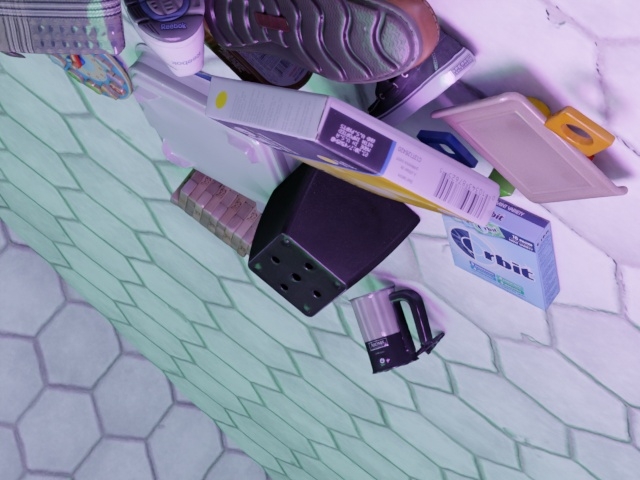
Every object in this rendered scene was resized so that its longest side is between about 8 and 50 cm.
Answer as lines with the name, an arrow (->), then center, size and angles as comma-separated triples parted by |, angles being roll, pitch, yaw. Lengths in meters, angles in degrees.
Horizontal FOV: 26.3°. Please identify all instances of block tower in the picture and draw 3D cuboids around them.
block tower -> -0.103, -0.014, 2.392 | 0.335, 0.091, 0.097 | 36, 160, 3

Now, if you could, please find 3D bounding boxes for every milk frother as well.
milk frother -> 0.134, 0.143, 2.334 | 0.143, 0.129, 0.135 | -5, -103, -77

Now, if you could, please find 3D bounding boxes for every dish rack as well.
dish rack -> -0.166, -0.159, 2.203 | 0.332, 0.072, 0.285 | 30, 160, 26

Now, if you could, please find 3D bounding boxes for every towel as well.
towel -> -0.359, -0.363, 1.530 | 0.324, 0.056, 0.312 | 8, 119, 32

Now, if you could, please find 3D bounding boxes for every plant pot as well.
plant pot -> 0.000, 0.000, 2.039 | 0.187, 0.167, 0.188 | 40, 143, -7

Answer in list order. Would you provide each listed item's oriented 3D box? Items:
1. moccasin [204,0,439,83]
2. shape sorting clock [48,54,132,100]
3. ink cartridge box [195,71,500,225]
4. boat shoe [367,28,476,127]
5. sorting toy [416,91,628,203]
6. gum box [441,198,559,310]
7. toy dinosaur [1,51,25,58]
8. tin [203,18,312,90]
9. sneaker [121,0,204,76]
moccasin -> 0.011, -0.261, 1.557 | 0.380, 0.147, 0.139 | 14, 131, 58
shape sorting clock -> -0.409, -0.308, 2.338 | 0.206, 0.040, 0.206 | 34, 161, 13
ink cartridge box -> 0.016, -0.118, 1.702 | 0.303, 0.072, 0.307 | 22, 176, -39
boat shoe -> 0.102, -0.194, 1.627 | 0.076, 0.080, 0.228 | 48, 160, -6
sorting toy -> 0.247, -0.114, 1.595 | 0.196, 0.047, 0.347 | 37, 165, -18
gum box -> 0.246, 0.006, 1.880 | 0.157, 0.041, 0.184 | 28, 158, 28
toy dinosaur -> -0.607, -0.435, 2.338 | 0.313, 0.121, 0.160 | 35, 174, -7
tin -> -0.085, -0.266, 1.752 | 0.189, 0.106, 0.040 | 42, 153, -16
sneaker -> -0.221, -0.323, 1.702 | 0.129, 0.111, 0.297 | 82, 167, -58
